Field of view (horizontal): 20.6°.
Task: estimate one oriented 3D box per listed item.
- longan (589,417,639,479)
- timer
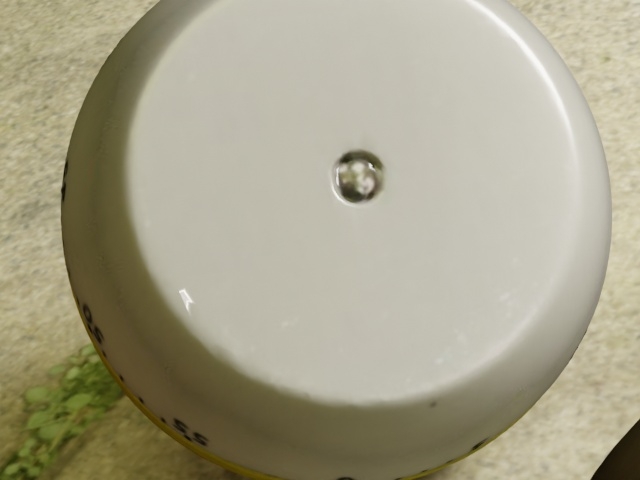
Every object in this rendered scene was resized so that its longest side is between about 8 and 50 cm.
[{"bbox_3d":[0.204,0.180,0.486,0.361,0.361,0.361,-10,37,8],"label":"longan"},{"bbox_3d":[0.000,0.000,0.894,0.285,0.285,0.285,-10,37,8],"label":"timer"}]
